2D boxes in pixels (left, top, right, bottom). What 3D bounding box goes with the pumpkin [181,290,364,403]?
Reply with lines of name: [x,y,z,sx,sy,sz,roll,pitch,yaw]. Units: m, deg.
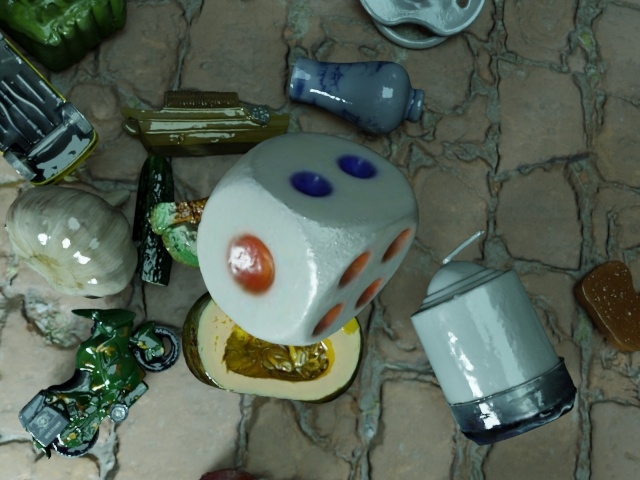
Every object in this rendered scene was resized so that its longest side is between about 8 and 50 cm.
pumpkin: [-0.080,0.160,1.076,0.317,0.139,0.222,10,80,-6]

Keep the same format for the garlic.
garlic: [-0.391,-0.027,1.032,0.218,0.218,0.212,28,50,-4]

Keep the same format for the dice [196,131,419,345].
dice: [-0.019,-0.004,0.945,0.243,0.259,0.251,39,41,22]

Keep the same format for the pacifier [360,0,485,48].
pacifier: [0.213,-0.519,1.234,0.287,0.226,0.239,11,95,-8]

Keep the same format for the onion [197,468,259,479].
onion: [-0.145,0.441,0.970,0.159,0.195,0.160,5,68,-13]

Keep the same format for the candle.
candle: [0.291,0.176,1.104,0.221,0.221,0.343,-21,80,-15]

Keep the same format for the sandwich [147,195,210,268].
sandwich: [-0.184,-0.029,1.058,0.159,0.185,0.109,-25,79,14]

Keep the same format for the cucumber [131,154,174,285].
cucumber: [-0.297,-0.038,1.105,0.074,0.074,0.241,3,76,-10]

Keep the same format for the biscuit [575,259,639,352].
biscuit: [0.634,0.125,1.272,0.186,0.036,0.192,-34,86,-18]

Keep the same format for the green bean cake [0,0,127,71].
green bean cake: [-0.496,-0.456,1.127,0.248,0.125,0.222,42,74,0]

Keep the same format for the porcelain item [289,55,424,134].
porcelain item: [0.072,-0.289,1.204,0.259,0.141,0.141,12,76,-1]

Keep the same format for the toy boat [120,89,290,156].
toy boat: [-0.213,-0.223,1.152,0.310,0.089,0.115,-5,76,-12]

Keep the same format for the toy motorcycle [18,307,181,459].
toy motorcycle: [-0.378,0.217,1.012,0.187,0.125,0.275,45,74,-9]

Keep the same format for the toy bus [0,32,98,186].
toy bus: [-0.528,-0.233,1.061,0.144,0.152,0.330,-44,87,-11]
